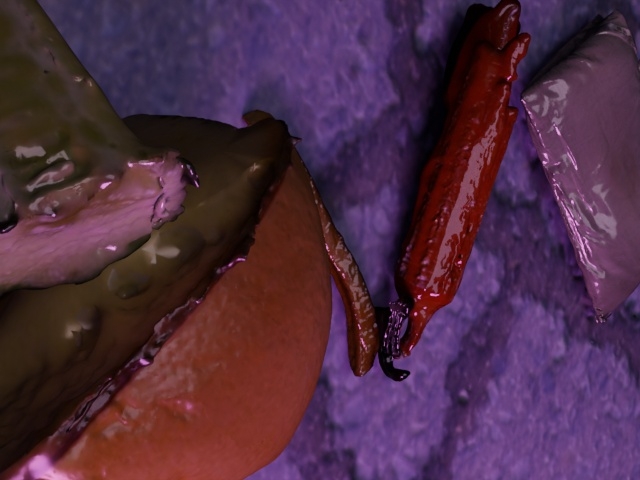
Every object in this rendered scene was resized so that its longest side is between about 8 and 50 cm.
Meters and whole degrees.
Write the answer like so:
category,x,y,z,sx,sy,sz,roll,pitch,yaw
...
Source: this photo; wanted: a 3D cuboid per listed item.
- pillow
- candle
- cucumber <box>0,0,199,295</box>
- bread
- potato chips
category,x,y,z,sx,sy,sz,roll,pitch,yaw
pillow,0.247,-0.063,1.041,0.148,0.050,0.229,-37,114,-27
candle,0.096,-0.041,0.904,0.059,0.084,0.301,19,83,-7
cucumber,-0.204,-0.116,0.567,0.145,0.105,0.325,-27,75,-31
bread,-0.093,0.055,0.649,0.162,0.204,0.262,48,65,-27
potato chips,0.000,0.000,0.843,0.037,0.026,0.204,-31,112,-22
